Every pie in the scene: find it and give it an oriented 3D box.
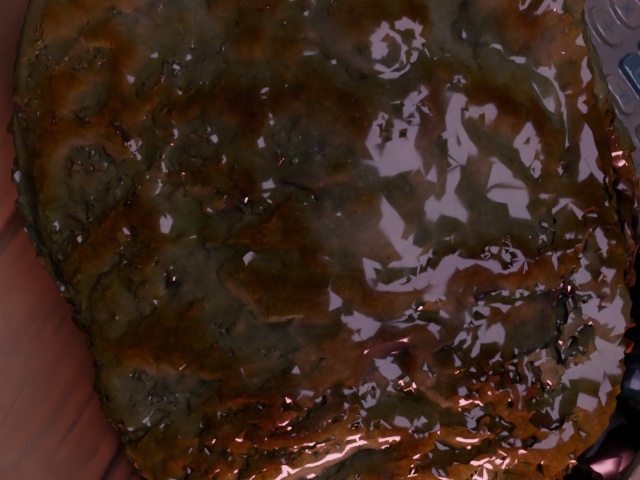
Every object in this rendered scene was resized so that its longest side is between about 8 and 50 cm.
[{"bbox_3d":[0.006,-0.025,0.921,0.395,0.180,0.418,-15,93,3],"label":"pie"}]

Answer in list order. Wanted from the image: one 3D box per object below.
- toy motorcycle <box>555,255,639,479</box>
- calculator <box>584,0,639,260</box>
[{"bbox_3d":[0.260,0.126,1.067,0.237,0.169,0.410,20,96,-38],"label":"toy motorcycle"},{"bbox_3d":[0.245,-0.094,1.211,0.386,0.054,0.256,-41,99,-29],"label":"calculator"}]
